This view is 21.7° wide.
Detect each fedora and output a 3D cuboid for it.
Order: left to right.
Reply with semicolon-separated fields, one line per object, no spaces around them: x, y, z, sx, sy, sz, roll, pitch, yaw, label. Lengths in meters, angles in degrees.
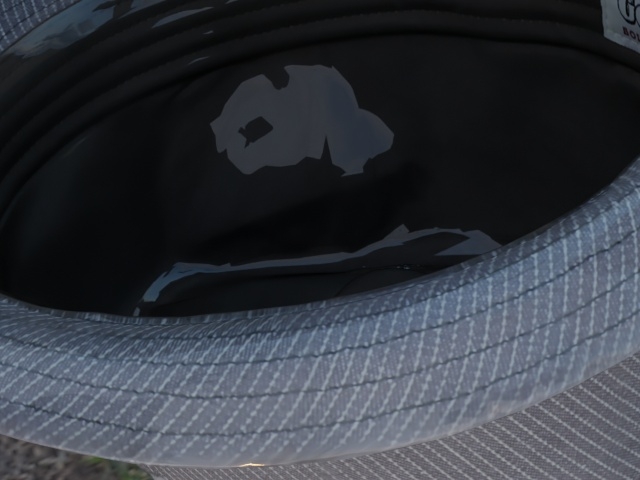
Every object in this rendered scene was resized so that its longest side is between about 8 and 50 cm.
0.000;0.000;0.462;0.275;0.243;0.124;4;131;27;fedora
